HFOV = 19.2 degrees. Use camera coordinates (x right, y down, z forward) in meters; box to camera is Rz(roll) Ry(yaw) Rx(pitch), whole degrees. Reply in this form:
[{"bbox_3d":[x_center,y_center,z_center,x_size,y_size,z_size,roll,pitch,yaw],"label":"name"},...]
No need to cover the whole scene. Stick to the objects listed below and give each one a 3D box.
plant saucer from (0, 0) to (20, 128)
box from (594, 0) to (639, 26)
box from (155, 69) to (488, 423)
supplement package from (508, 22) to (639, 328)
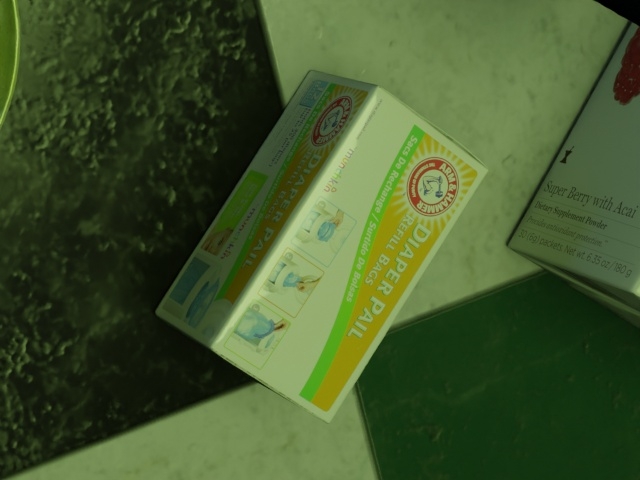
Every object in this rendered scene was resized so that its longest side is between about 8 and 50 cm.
[{"bbox_3d":[-0.286,-0.111,1.034,0.241,0.037,0.241,-5,102,-24],"label":"plant saucer"},{"bbox_3d":[0.223,-0.452,1.125,0.472,0.297,0.480,-42,114,3],"label":"box"},{"bbox_3d":[0.000,0.000,1.256,0.103,0.114,0.203,35,84,-26],"label":"box"},{"bbox_3d":[0.303,-0.069,1.340,0.175,0.177,0.293,31,87,-25],"label":"supplement package"}]
